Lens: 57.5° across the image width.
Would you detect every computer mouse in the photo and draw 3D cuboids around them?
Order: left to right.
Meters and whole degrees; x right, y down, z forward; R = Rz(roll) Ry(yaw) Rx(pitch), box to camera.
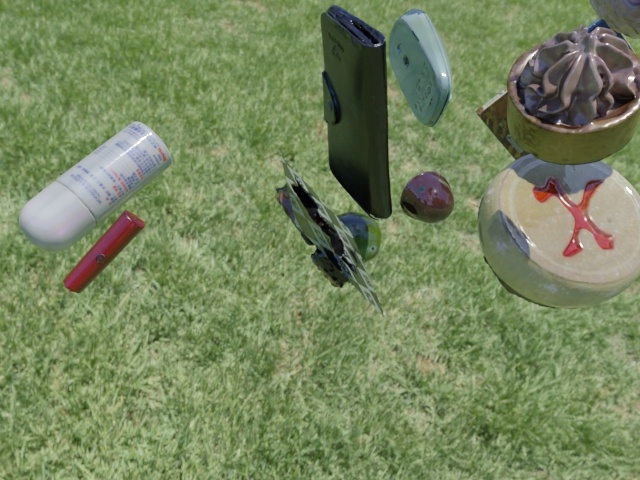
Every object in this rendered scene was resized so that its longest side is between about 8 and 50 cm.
[{"bbox_3d":[0.242,-0.397,1.325,0.097,0.159,0.288,-10,61,-19],"label":"computer mouse"}]

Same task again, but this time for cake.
[{"bbox_3d":[0.363,-0.230,0.832,0.185,0.178,0.207,4,50,19],"label":"cake"}]

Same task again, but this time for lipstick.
[{"bbox_3d":[-0.612,0.033,1.646,0.073,0.279,0.073,43,9,-8],"label":"lipstick"}]

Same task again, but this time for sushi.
[{"bbox_3d":[0.000,0.000,1.186,0.292,0.059,0.294,46,16,-32],"label":"sushi"}]

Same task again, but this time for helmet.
[{"bbox_3d":[0.326,-0.103,1.673,0.175,0.155,0.106,38,11,-37],"label":"helmet"}]

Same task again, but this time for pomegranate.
[{"bbox_3d":[0.095,0.025,1.778,0.187,0.225,0.187,2,3,0],"label":"pomegranate"}]

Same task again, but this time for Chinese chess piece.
[{"bbox_3d":[0.492,-0.024,1.194,0.339,0.140,0.337,3,63,-5],"label":"Chinese chess piece"}]

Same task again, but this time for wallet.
[{"bbox_3d":[0.053,-0.194,0.920,0.045,0.317,0.172,-24,47,-17],"label":"wallet"}]

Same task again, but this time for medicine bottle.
[{"bbox_3d":[-0.489,-0.111,1.264,0.130,0.130,0.341,33,62,18],"label":"medicine bottle"}]

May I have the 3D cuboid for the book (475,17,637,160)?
[{"bbox_3d":[0.724,-0.407,1.718,0.300,0.428,0.039,43,29,-19],"label":"book"}]

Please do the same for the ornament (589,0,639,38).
[{"bbox_3d":[0.592,-0.471,0.972,0.260,0.225,0.259,2,74,-8],"label":"ornament"}]
